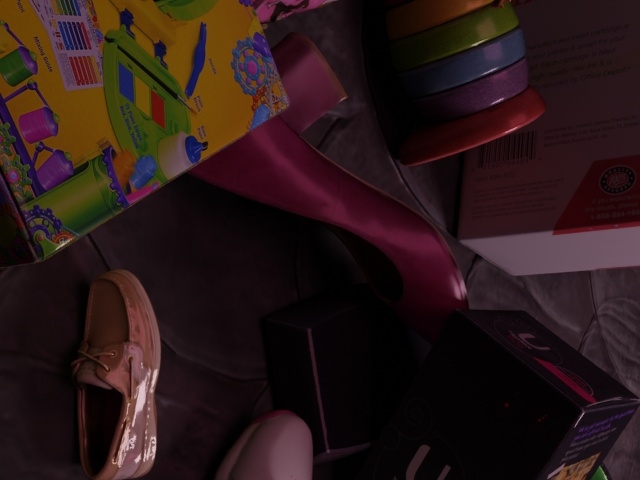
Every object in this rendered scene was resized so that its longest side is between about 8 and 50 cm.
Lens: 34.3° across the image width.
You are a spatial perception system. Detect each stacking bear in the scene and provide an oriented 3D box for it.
[{"bbox_3d":[0.138,-0.258,1.196,0.175,0.164,0.289,-36,108,-48],"label":"stacking bear"}]

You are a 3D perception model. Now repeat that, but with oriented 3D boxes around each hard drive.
[{"bbox_3d":[0.050,0.134,1.095,0.255,0.054,0.171,-10,93,-52],"label":"hard drive"}]

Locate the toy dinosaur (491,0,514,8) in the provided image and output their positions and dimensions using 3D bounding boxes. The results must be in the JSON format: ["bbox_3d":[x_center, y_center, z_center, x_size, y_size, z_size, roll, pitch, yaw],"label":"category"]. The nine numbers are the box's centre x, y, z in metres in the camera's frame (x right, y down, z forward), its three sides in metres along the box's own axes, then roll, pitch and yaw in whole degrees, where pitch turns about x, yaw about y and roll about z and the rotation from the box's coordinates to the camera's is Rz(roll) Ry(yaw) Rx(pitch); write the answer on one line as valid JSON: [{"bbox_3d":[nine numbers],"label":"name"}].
[{"bbox_3d":[0.068,-0.352,1.000,0.218,0.164,0.321,68,8,-79],"label":"toy dinosaur"}]

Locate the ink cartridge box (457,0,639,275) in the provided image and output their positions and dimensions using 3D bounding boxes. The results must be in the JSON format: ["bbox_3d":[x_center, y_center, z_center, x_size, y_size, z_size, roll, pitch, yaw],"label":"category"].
[{"bbox_3d":[0.346,-0.166,1.333,0.160,0.279,0.384,28,63,-47],"label":"ink cartridge box"}]

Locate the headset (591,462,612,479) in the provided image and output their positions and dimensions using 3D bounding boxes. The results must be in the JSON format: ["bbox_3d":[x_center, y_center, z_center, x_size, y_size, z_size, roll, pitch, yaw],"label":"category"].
[{"bbox_3d":[0.369,0.448,1.343,0.243,0.185,0.394,43,42,-39],"label":"headset"}]

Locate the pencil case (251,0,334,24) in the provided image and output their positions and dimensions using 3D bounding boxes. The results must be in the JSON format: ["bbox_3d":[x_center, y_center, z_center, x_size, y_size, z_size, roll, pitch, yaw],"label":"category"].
[{"bbox_3d":[-0.067,-0.393,0.916,0.160,0.167,0.386,-23,94,-29],"label":"pencil case"}]

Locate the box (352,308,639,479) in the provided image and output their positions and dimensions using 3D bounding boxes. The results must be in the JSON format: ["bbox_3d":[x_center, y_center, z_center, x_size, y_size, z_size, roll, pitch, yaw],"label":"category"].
[{"bbox_3d":[0.161,0.221,1.035,0.143,0.165,0.270,7,116,-51],"label":"box"}]

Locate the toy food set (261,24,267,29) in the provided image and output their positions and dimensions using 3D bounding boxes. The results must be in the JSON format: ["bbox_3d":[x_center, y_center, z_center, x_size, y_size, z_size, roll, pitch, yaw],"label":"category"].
[{"bbox_3d":[-0.109,-0.292,0.983,0.132,0.039,0.192,17,60,-55],"label":"toy food set"}]

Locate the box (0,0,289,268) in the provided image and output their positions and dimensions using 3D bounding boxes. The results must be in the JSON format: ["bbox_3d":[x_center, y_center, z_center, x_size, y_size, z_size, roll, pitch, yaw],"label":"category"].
[{"bbox_3d":[-0.207,-0.164,0.719,0.279,0.177,0.289,-39,114,-47],"label":"box"}]

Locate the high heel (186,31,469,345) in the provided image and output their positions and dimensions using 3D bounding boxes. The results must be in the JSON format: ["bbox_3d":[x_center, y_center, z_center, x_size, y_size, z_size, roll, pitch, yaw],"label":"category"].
[{"bbox_3d":[0.000,0.000,1.002,0.181,0.127,0.377,-41,108,-18],"label":"high heel"}]

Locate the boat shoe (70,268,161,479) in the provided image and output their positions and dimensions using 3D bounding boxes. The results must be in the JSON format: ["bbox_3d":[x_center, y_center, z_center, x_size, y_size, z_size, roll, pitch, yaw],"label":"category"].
[{"bbox_3d":[-0.166,0.108,0.820,0.059,0.063,0.170,-2,87,-58],"label":"boat shoe"}]

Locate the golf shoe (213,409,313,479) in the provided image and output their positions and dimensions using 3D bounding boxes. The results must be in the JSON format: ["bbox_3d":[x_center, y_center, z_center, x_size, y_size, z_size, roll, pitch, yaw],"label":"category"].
[{"bbox_3d":[-0.038,0.293,0.894,0.115,0.140,0.306,38,55,-40],"label":"golf shoe"}]
